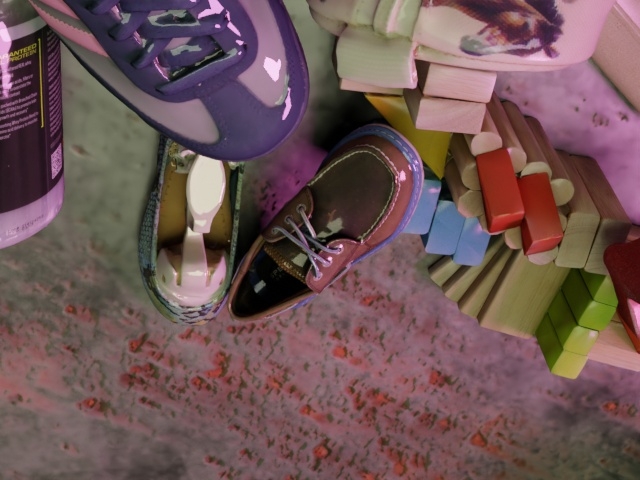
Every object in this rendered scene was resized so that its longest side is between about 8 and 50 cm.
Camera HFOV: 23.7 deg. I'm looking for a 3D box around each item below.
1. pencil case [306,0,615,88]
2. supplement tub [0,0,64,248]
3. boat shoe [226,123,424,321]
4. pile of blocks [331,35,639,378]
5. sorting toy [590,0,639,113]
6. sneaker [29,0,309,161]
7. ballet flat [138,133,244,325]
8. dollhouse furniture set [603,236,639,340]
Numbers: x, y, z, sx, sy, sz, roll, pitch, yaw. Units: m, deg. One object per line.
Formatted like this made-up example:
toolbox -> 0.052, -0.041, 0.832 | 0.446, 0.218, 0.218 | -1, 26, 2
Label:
pencil case -> 0.107, -0.275, 0.743 | 0.183, 0.160, 0.410 | -16, 127, -50
supplement tub -> -0.206, -0.099, 0.869 | 0.117, 0.117, 0.190 | 0, 122, -8
boat shoe -> 0.000, 0.000, 0.953 | 0.066, 0.066, 0.183 | 43, 135, 5
pile of blocks -> 0.126, -0.001, 0.985 | 0.149, 0.113, 0.362 | -41, 119, 17
sorting toy -> 0.250, -0.167, 0.938 | 0.196, 0.047, 0.347 | -37, 121, 19
sneaker -> -0.108, -0.138, 0.730 | 0.112, 0.131, 0.319 | -33, 121, 12
ballet flat -> -0.082, -0.010, 0.977 | 0.070, 0.070, 0.188 | -1, 123, -8
dollhouse furniture set -> 0.320, -0.038, 0.879 | 0.201, 0.152, 0.374 | 24, 107, -32
